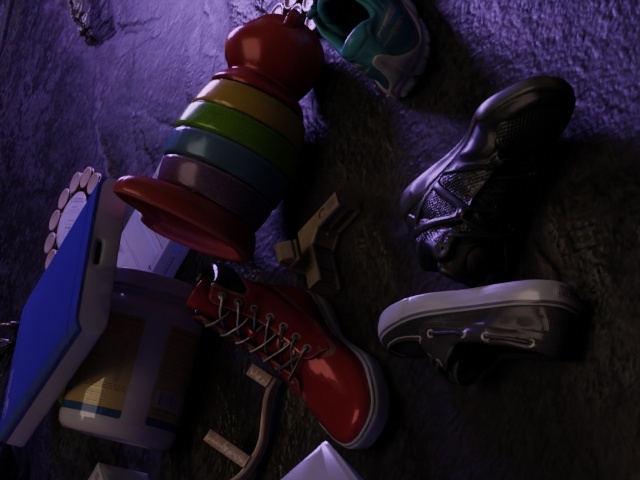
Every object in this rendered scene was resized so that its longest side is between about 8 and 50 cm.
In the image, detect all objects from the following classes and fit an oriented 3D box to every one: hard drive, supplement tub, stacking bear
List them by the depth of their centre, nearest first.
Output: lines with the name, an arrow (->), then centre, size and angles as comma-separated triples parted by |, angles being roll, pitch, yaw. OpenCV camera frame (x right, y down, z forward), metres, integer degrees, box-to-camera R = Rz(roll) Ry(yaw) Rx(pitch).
stacking bear -> -0.092, -0.135, 1.581 | 0.164, 0.175, 0.289 | 22, 77, 16
supplement tub -> -0.224, 0.144, 1.630 | 0.144, 0.144, 0.199 | -5, 68, 56
hard drive -> -0.316, 0.093, 1.640 | 0.318, 0.040, 0.210 | -49, 30, 48

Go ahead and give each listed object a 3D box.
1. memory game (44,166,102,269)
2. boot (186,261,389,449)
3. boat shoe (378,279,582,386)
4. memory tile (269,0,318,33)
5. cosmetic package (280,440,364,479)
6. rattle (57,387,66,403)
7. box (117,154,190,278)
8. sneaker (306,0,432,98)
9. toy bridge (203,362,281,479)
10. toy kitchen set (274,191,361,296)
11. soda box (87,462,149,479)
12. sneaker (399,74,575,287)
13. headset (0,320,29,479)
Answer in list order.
memory game -> -0.386, -0.028, 2.109 | 0.186, 0.012, 0.186 | -35, 45, 44
boot -> -0.043, 0.110, 1.339 | 0.088, 0.176, 0.244 | -58, 34, 15
boat shoe -> 0.132, 0.090, 1.181 | 0.228, 0.080, 0.076 | -13, 60, 46
memory tile -> -0.040, -0.270, 1.710 | 0.148, 0.012, 0.113 | -43, 40, 37
cosmetic package -> -0.054, 0.371, 1.038 | 0.385, 0.217, 0.156 | -40, 32, -5
rattle -> -0.347, 0.158, 1.891 | 0.143, 0.130, 0.200 | -62, 4, -8
box -> -0.220, -0.006, 1.812 | 0.186, 0.038, 0.145 | -58, 32, 16
sneaker -> 0.038, -0.265, 1.493 | 0.107, 0.110, 0.275 | -56, 33, 22
toy bridge -> -0.097, 0.229, 1.464 | 0.063, 0.026, 0.188 | 31, 84, 22
toy kitchen set -> 0.000, 0.000, 1.437 | 0.075, 0.068, 0.083 | -47, 38, 33
soda box -> -0.283, 0.379, 1.652 | 0.216, 0.074, 0.069 | -58, 33, 18
sneaker -> 0.157, -0.042, 1.205 | 0.227, 0.087, 0.130 | -46, 40, 38
headset -> -0.503, 0.280, 1.937 | 0.185, 0.243, 0.394 | -22, 32, 21
